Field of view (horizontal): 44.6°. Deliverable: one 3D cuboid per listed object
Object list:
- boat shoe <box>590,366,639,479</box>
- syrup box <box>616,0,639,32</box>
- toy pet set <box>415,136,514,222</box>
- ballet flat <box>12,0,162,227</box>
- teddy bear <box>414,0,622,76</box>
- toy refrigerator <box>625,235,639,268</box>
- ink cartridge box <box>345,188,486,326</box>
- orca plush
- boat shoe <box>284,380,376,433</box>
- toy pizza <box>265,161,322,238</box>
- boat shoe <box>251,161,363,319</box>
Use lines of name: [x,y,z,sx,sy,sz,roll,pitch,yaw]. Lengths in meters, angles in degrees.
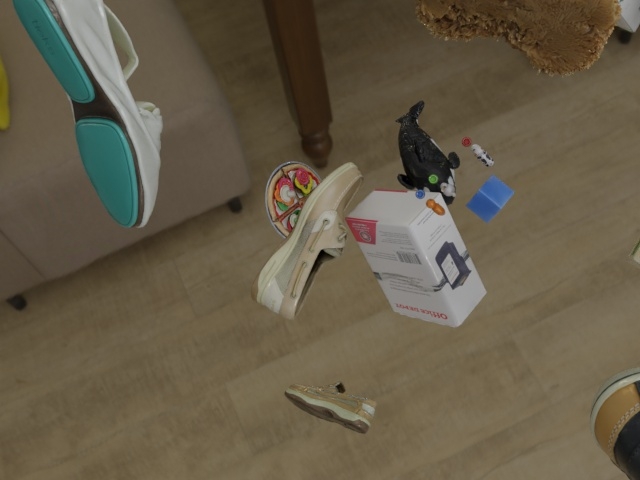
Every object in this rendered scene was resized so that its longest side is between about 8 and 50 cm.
boat shoe: [0.579,0.250,0.911,0.500,0.187,0.156,4,27,-1]
syrup box: [0.359,-0.396,1.104,0.237,0.096,0.093,39,106,32]
toy pet set: [0.220,-0.078,1.167,0.114,0.065,0.122,41,101,6]
ballet flat: [-0.302,-0.207,1.137,0.139,0.400,0.139,-12,32,7]
teddy bear: [0.168,-0.310,0.850,0.338,0.245,0.113,20,52,19]
toy refrigerator: [0.665,-0.061,1.419,0.094,0.102,0.270,31,96,14]
ink cartridge box: [0.176,0.030,1.432,0.100,0.237,0.172,-44,30,-26]
orca plush: [0.249,-0.220,1.833,0.151,0.102,0.287,-6,60,8]
boat shoe: [0.022,0.291,1.427,0.190,0.068,0.072,14,65,34]
toy pizza: [-0.049,-0.094,1.892,0.032,0.201,0.201,-7,51,48]
boat shoe: [0.000,0.000,1.359,0.098,0.109,0.302,30,72,17]
